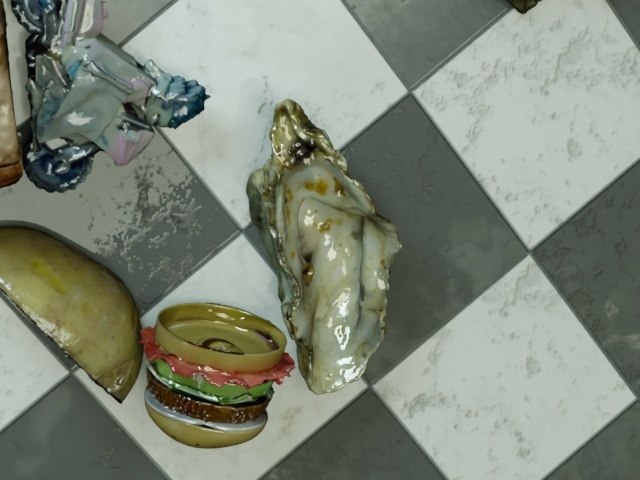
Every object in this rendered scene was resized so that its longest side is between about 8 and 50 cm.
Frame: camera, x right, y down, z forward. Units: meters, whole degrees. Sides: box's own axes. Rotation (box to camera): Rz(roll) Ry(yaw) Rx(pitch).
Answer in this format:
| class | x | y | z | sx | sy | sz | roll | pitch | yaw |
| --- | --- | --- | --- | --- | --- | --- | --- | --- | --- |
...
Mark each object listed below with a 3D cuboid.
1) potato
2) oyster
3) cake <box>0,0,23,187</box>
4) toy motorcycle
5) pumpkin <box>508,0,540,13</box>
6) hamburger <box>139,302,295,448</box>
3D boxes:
| class | x | y | z | sx | sy | sz | roll | pitch | yaw |
| --- | --- | --- | --- | --- | --- | --- | --- | --- | --- |
| potato | -0.262 | 0.064 | 1.646 | 0.100 | 0.120 | 0.261 | -45 | 110 | -8 |
| oyster | -0.003 | 0.000 | 1.702 | 0.166 | 0.110 | 0.341 | -26 | 111 | -2 |
| cake | -0.400 | -0.168 | 1.517 | 0.199 | 0.196 | 0.293 | -8 | 110 | -12 |
| toy motorcycle | -0.218 | -0.173 | 1.607 | 0.204 | 0.108 | 0.239 | -4 | 127 | -10 |
| pumpkin | 0.187 | -0.351 | 1.658 | 0.248 | 0.126 | 0.131 | 31 | 96 | -20 |
| hamburger | -0.123 | 0.155 | 1.680 | 0.175 | 0.175 | 0.137 | 10 | 107 | -17 |
